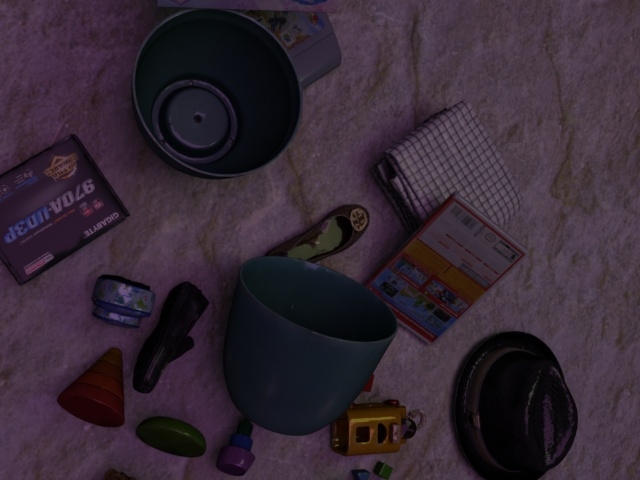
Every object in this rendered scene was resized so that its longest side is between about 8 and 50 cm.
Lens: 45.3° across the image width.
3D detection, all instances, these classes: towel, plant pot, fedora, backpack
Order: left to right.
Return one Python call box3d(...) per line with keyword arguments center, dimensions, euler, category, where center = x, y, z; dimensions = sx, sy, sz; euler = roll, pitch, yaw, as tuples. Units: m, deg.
box3d(center=(-0.341, 0.107, 1.330), dimensions=(0.105, 0.114, 0.084), euler=(17, 80, -22), category="backpack")
box3d(center=(-0.202, -0.237, 1.366), dimensions=(0.293, 0.196, 0.293), euler=(3, 81, -23), category="plant pot")
box3d(center=(-0.042, 0.198, 1.364), dimensions=(0.292, 0.293, 0.235), euler=(14, 110, -21), category="plant pot")
box3d(center=(0.261, -0.115, 1.600), dimensions=(0.235, 0.121, 0.284), euler=(-38, 102, -19), category="towel")
box3d(center=(0.442, 0.361, 1.621), dimensions=(0.333, 0.152, 0.334), euler=(2, 86, -23), category="fedora")

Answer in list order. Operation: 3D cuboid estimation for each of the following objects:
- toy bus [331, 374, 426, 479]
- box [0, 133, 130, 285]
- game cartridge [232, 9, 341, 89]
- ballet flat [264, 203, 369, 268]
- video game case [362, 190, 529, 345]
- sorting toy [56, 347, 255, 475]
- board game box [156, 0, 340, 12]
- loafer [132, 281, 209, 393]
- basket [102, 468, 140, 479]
box3d(center=(0.120, 0.371, 1.510), dimensions=(0.191, 0.104, 0.202), euler=(48, 71, -13), category="toy bus")
box3d(center=(-0.470, -0.054, 1.321), dimensions=(0.220, 0.051, 0.175), euler=(-36, 100, -21), category="box")
box3d(center=(-0.093, -0.438, 1.507), dimensions=(0.198, 0.062, 0.297), euler=(-37, 100, -16), category="game cartridge")
box3d(center=(0.000, 0.000, 1.511), dimensions=(0.249, 0.058, 0.084), euler=(-27, 97, -22), category="ballet flat")
box3d(center=(0.245, 0.063, 1.537), dimensions=(0.204, 0.025, 0.285), euler=(36, 111, -17), category="video game case")
box3d(center=(-0.271, 0.297, 1.367), dimensions=(0.365, 0.127, 0.126), euler=(27, 53, -17), category="sorting toy")
box3d(center=(-0.152, -0.527, 1.375), dimensions=(0.317, 0.066, 0.319), euler=(-3, 50, -18), category="board game box")
box3d(center=(-0.259, 0.175, 1.355), dimensions=(0.078, 0.076, 0.223), euler=(39, 50, -23), category="loafer")
box3d(center=(-0.310, 0.565, 1.257), dimensions=(0.223, 0.213, 0.299), euler=(32, 75, -17), category="basket")
